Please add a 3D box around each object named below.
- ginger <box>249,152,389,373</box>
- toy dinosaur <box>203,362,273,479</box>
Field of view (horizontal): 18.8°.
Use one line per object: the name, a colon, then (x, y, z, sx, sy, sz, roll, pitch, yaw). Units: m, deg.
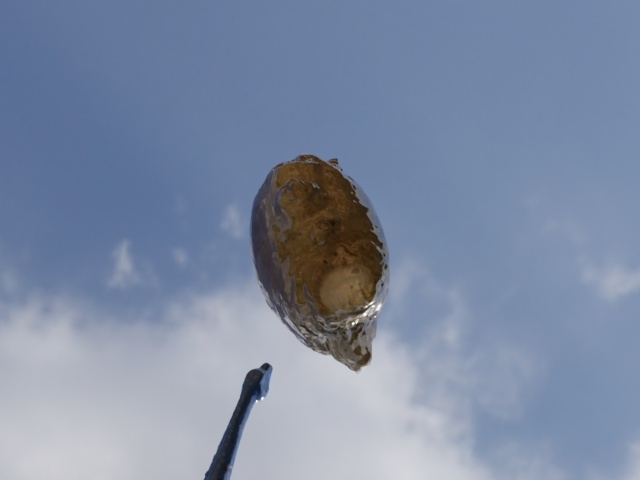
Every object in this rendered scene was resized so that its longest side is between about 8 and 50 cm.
ginger: (-0.003, -0.007, 0.963, 0.067, 0.096, 0.165, -19, -153, 5)
toy dinosaur: (-0.101, 0.227, 1.187, 0.076, 0.144, 0.329, 16, -136, 25)
